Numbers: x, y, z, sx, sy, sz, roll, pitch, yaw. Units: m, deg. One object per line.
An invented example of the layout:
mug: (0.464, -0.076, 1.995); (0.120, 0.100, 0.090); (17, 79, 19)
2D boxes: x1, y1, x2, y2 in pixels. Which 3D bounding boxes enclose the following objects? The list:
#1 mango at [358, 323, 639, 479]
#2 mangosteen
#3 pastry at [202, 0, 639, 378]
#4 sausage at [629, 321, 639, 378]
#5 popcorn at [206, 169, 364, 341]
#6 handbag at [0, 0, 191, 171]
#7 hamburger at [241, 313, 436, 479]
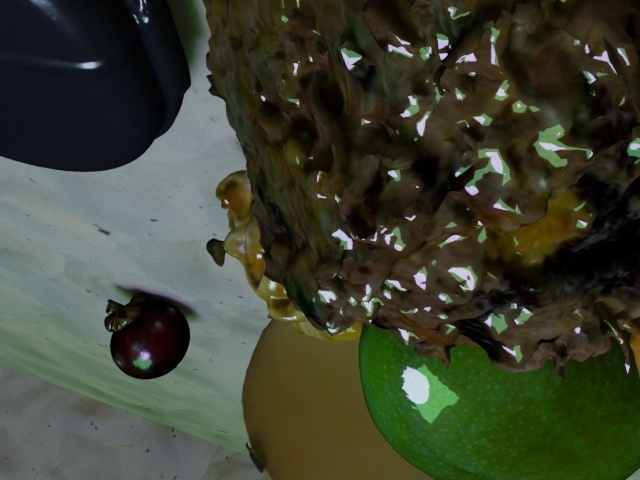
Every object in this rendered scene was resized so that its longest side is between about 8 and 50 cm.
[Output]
mango: (0.164, 0.094, 0.685); (0.225, 0.201, 0.382); (-38, 144, 18)
mangosteen: (-0.259, 0.135, 1.283); (0.140, 0.140, 0.140); (15, 159, 6)
pastry: (0.053, -0.052, 0.397); (0.275, 0.193, 0.275); (44, 160, 21)
sausage: (0.321, 0.023, 0.405); (0.233, 0.233, 0.287); (28, 157, -26)
popcorn: (0.000, 0.000, 0.722); (0.170, 0.179, 0.180); (-16, 173, -26)
handbag: (-0.214, -0.145, 0.580); (0.254, 0.093, 0.308); (15, 159, 8)
hamburger: (0.043, 0.179, 0.985); (0.303, 0.261, 0.186); (28, 168, 24)
